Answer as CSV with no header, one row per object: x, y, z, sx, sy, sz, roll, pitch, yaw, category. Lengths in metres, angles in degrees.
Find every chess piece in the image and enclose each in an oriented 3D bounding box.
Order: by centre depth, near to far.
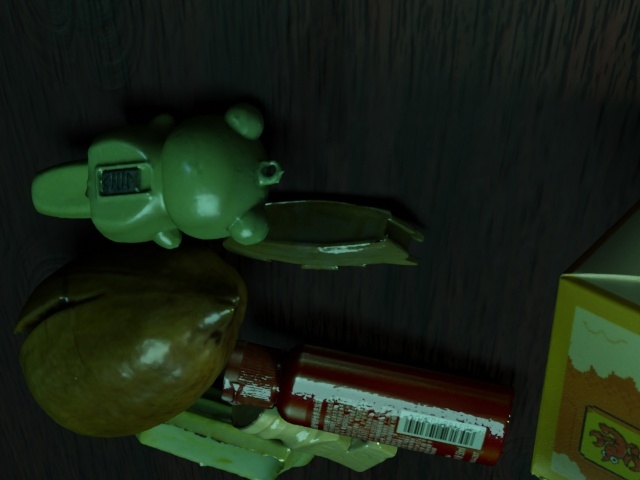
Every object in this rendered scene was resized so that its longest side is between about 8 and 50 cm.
-0.003,0.220,1.666,0.200,0.090,0.090,30,145,-28,chess piece

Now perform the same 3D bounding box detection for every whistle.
-0.158,-0.056,1.346,0.288,0.131,0.106,-4,179,30,whistle

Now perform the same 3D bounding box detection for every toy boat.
0.000,0.000,1.383,0.206,0.064,0.072,5,156,23,toy boat
-0.138,0.228,1.736,0.276,0.084,0.111,23,147,-3,toy boat

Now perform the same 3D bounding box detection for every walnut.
-0.188,0.097,1.493,0.336,0.209,0.209,-19,128,45,walnut

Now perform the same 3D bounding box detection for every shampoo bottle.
0.051,0.173,1.536,0.314,0.076,0.118,11,147,3,shampoo bottle

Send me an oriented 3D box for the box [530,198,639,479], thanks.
0.342,0.088,1.037,0.259,0.283,0.214,25,132,30,box
